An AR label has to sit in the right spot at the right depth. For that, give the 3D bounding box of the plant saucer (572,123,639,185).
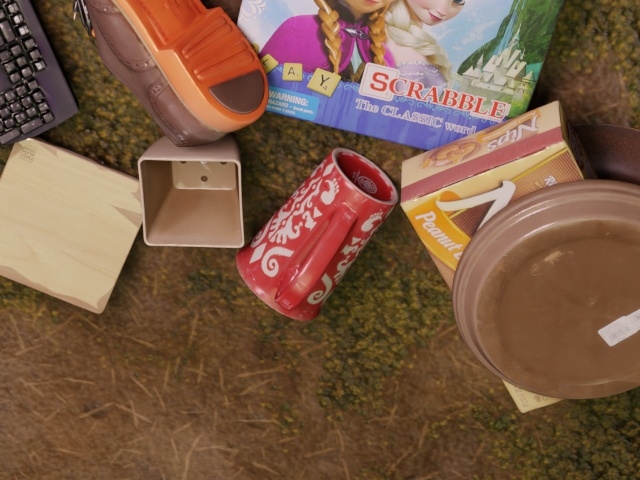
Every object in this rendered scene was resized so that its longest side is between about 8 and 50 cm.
[{"bbox_3d":[0.297,0.018,1.978,0.311,0.050,0.310,3,123,4],"label":"plant saucer"}]

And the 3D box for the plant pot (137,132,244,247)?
[{"bbox_3d":[-0.134,-0.064,1.937,0.109,0.096,0.109,1,122,4],"label":"plant pot"}]

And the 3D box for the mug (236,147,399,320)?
[{"bbox_3d":[0.007,0.001,1.942,0.113,0.150,0.169,21,120,-36],"label":"mug"}]

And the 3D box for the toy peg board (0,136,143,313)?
[{"bbox_3d":[-0.287,-0.028,1.998,0.161,0.079,0.160,22,105,-9],"label":"toy peg board"}]

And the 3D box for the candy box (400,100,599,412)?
[{"bbox_3d":[0.233,0.024,1.897,0.183,0.087,0.316,-21,121,17],"label":"candy box"}]

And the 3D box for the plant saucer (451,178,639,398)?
[{"bbox_3d":[0.275,0.062,1.845,0.278,0.041,0.277,0,124,0],"label":"plant saucer"}]

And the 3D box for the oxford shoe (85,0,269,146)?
[{"bbox_3d":[-0.205,-0.249,1.801,0.133,0.130,0.363,-26,98,45],"label":"oxford shoe"}]

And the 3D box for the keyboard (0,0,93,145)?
[{"bbox_3d":[-0.323,-0.263,1.821,0.202,0.033,0.317,-31,116,-16],"label":"keyboard"}]

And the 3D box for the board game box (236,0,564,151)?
[{"bbox_3d":[0.083,-0.253,1.818,0.319,0.066,0.318,13,122,-3],"label":"board game box"}]
